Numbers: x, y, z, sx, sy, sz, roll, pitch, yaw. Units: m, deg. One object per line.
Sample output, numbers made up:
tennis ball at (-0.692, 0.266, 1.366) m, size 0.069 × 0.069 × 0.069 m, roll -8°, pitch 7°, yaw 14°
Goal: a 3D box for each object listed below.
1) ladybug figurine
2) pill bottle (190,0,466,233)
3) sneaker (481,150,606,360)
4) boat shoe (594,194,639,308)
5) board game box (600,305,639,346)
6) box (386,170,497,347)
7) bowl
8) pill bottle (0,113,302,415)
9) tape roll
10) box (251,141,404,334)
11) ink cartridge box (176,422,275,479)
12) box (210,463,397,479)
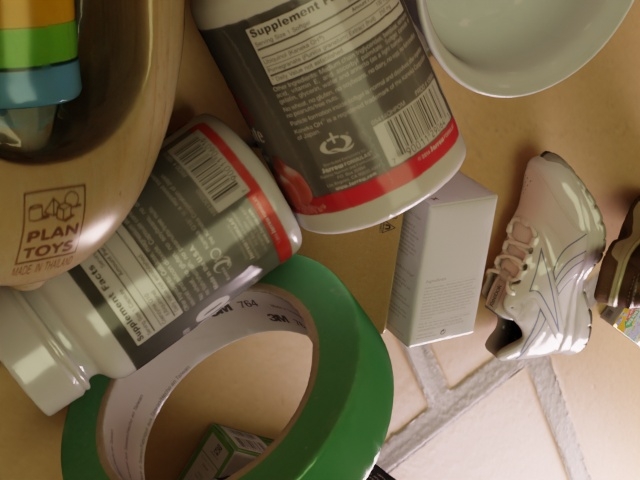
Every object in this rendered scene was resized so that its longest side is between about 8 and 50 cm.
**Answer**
ladybug figurine at (-0.250, -0.181, 0.897) m, size 0.305 × 0.161 × 0.450 m, roll -12°, pitch 111°, yaw -45°
pill bottle at (-0.007, -0.180, 1.059) m, size 0.176 × 0.176 × 0.319 m, roll -32°, pitch 111°, yaw -15°
sneaker at (0.264, 0.033, 1.446) m, size 0.129 × 0.111 × 0.297 m, roll -17°, pitch 123°, yaw -19°
boat shoe at (0.412, 0.021, 1.470) m, size 0.257 × 0.095 × 0.095 m, roll -45°, pitch 145°, yaw -53°
board game box at (0.465, 0.068, 1.651) m, size 0.103 × 0.026 × 0.154 m, roll 32°, pitch 95°, yaw -42°
box at (0.108, 0.007, 1.304) m, size 0.091 × 0.130 × 0.171 m, roll -9°, pitch 120°, yaw -30°
bowl at (0.180, -0.302, 1.175) m, size 0.297 × 0.134 × 0.298 m, roll -16°, pitch 123°, yaw -26°
pill bottle at (-0.173, 0.024, 1.101) m, size 0.283 × 0.161 × 0.161 m, roll -37°, pitch 130°, yaw -12°
tape roll at (-0.091, 0.157, 1.125) m, size 0.321 × 0.321 × 0.077 m, roll -43°, pitch 131°, yaw -7°
box at (0.000, 0.000, 1.246) m, size 0.164 × 0.021 × 0.201 m, roll 7°, pitch 116°, yaw -1°
ink cartridge box at (-0.124, 0.320, 1.366) m, size 0.109 × 0.062 × 0.209 m, roll 24°, pitch 100°, yaw -42°
box at (0.030, 0.405, 1.275) m, size 0.212 × 0.293 × 0.395 m, roll -59°, pitch 157°, yaw 7°
